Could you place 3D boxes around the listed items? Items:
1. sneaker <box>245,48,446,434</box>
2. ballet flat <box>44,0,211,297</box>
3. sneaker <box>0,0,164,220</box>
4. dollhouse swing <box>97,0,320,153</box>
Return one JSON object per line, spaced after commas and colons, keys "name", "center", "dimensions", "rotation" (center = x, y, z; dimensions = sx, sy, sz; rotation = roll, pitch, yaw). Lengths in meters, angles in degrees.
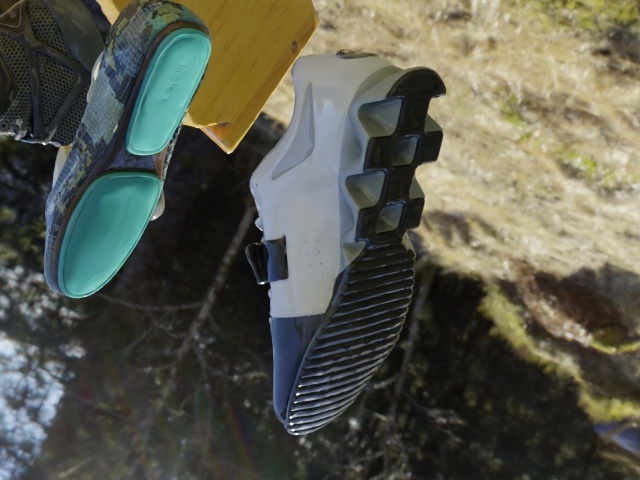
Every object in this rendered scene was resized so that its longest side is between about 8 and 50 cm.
{"name": "sneaker", "center": [0.000, 0.000, 0.768], "dimensions": [0.146, 0.331, 0.122], "rotation": [25, -161, 37]}
{"name": "ballet flat", "center": [-0.122, -0.056, 0.528], "dimensions": [0.070, 0.188, 0.070], "rotation": [27, -162, -10]}
{"name": "sneaker", "center": [-0.229, -0.098, 0.798], "dimensions": [0.087, 0.130, 0.227], "rotation": [35, 153, 53]}
{"name": "dollhouse swing", "center": [-0.216, -0.342, 1.043], "dimensions": [0.305, 0.315, 0.347], "rotation": [17, 154, 32]}
